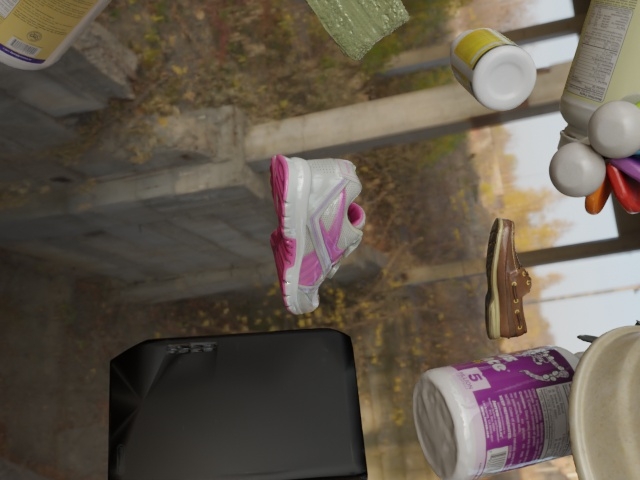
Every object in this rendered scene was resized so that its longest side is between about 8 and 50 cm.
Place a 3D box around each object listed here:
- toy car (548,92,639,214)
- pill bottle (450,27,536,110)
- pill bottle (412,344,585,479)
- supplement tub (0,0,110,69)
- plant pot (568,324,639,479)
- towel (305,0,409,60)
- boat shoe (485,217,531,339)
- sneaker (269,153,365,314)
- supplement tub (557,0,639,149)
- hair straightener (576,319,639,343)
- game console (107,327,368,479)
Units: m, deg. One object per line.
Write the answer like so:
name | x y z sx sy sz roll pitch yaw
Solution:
toy car | 0.414 -0.109 1.035 0.136 0.182 0.159 49 37 15
pill bottle | 0.271 -0.286 1.232 0.184 0.103 0.103 -105 178 -61
pill bottle | 0.305 0.249 1.135 0.169 0.301 0.169 172 -90 -73
supplement tub | -0.498 -0.499 1.382 0.241 0.331 0.241 37 33 -29
plant pot | 0.499 0.207 0.813 0.305 0.333 0.334 -40 -132 52
towel | 0.039 -0.324 1.004 0.148 0.110 0.027 50 26 -15
boat shoe | 0.261 0.053 1.050 0.064 0.060 0.178 -71 159 -71
sneaker | 0.000 0.000 0.928 0.252 0.111 0.103 95 -16 -50
supplement tub | 0.530 -0.279 1.229 0.235 0.235 0.325 -62 165 -70
hair straightener | 0.567 0.184 1.330 0.047 0.230 0.089 5 88 -56
game console | -0.059 0.249 0.605 0.044 0.213 0.361 104 -19 -66
